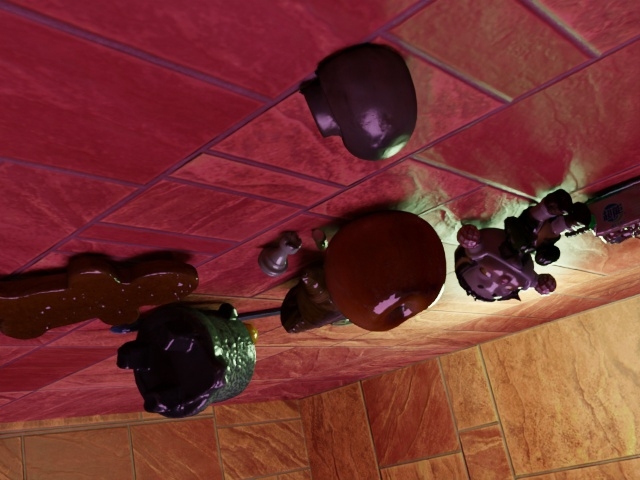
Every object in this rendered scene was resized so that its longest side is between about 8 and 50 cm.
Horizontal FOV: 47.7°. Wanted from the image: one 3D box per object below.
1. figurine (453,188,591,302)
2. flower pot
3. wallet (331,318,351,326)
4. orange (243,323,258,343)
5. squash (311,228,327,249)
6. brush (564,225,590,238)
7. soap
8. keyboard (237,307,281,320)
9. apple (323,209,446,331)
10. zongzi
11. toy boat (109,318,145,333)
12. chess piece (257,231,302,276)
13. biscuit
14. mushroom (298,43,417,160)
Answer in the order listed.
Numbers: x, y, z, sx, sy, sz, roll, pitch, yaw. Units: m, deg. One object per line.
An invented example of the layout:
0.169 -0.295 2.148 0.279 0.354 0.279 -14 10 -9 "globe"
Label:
0.444 0.019 1.661 0.281 0.167 0.370 31 136 -14 "figurine"
-0.321 0.299 1.812 0.299 0.299 0.283 -23 165 31 "flower pot"
0.094 0.234 2.266 0.110 0.039 0.155 -8 161 -16 "wallet"
-0.228 0.285 2.165 0.083 0.070 0.083 -5 173 -1 "orange"
0.000 0.000 1.517 0.027 0.027 0.083 -13 164 3 "squash"
0.712 -0.059 1.784 0.248 0.036 0.043 -24 168 31 "brush"
0.751 -0.081 1.631 0.273 0.098 0.218 -24 156 28 "soap"
-0.162 0.212 2.075 0.176 0.014 0.055 -8 162 -12 "keyboard"
0.133 0.065 1.478 0.254 0.253 0.253 -11 162 -4 "apple"
-0.034 0.133 1.719 0.286 0.134 0.288 -27 158 32 "zongzi"
-0.481 0.231 1.896 0.105 0.034 0.149 -14 162 13 "toy boat"
-0.079 0.025 1.494 0.067 0.067 0.103 1 149 -35 "chess piece"
-0.463 0.101 1.469 0.432 0.064 0.283 -13 153 -2 "biscuit"
0.063 -0.166 0.944 0.141 0.117 0.188 -26 156 5 "mushroom"
